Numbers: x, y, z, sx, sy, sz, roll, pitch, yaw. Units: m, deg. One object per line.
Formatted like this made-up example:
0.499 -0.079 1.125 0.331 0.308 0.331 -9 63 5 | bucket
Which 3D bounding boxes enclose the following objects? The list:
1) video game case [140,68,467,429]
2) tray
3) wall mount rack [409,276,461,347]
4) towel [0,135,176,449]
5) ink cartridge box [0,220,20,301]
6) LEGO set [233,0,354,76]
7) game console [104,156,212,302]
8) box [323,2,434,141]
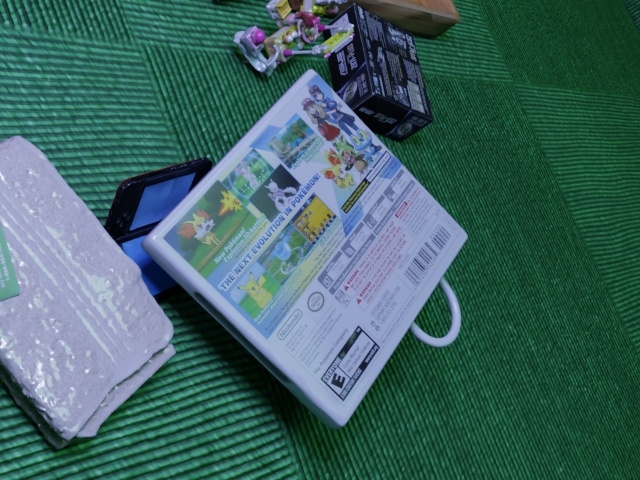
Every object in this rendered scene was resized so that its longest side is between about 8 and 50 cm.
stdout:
0.000 0.000 1.049 0.300 0.036 0.329 46 56 -11 | video game case
0.074 -0.481 1.573 0.411 0.076 0.202 -6 70 -48 | tray
0.066 -0.013 1.219 0.350 0.130 0.304 56 42 -4 | wall mount rack
-0.271 0.044 0.864 0.282 0.049 0.187 52 38 -8 | towel
-0.362 0.002 0.683 0.212 0.093 0.154 -21 108 -36 | ink cartridge box
-0.003 -0.353 1.298 0.132 0.107 0.287 45 65 -42 | LEGO set
-0.163 -0.012 0.996 0.085 0.124 0.144 39 33 18 | game console
0.093 -0.270 1.447 0.147 0.078 0.180 14 57 -42 | box
